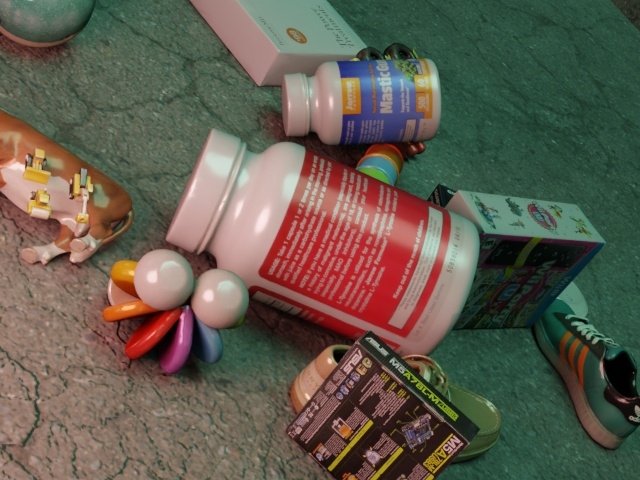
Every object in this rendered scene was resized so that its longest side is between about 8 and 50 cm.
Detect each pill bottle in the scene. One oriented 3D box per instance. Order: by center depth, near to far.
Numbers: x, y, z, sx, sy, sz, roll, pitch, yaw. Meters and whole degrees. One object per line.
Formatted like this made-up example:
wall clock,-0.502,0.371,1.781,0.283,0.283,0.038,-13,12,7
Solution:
pill bottle,0.000,0.000,1.530,0.408,0.229,0.229,23,34,-10
pill bottle,0.070,-0.249,1.934,0.272,0.152,0.152,-3,43,-8

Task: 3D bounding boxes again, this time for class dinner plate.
dinner plate,0.457,0.092,2.050,0.141,0.017,0.141,24,36,-19

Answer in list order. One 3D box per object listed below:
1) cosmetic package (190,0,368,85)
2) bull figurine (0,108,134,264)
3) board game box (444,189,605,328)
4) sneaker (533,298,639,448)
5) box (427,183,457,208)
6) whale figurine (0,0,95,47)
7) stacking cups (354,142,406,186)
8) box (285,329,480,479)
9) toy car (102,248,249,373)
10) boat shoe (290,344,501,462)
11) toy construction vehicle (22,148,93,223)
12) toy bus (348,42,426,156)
cosmetic package,-0.106,-0.466,2.175,0.284,0.097,0.377,-11,54,-46
bull figurine,-0.394,-0.085,1.411,0.310,0.101,0.188,28,37,-8
board game box,0.290,0.039,1.767,0.303,0.224,0.097,2,44,-40
sneaker,0.469,0.198,1.824,0.108,0.121,0.302,12,39,-33
box,0.309,0.001,1.994,0.220,0.051,0.175,23,34,-19
whale figurine,-0.467,-0.442,1.691,0.216,0.141,0.272,-31,90,-27
stacking cups,0.096,-0.100,1.906,0.096,0.096,0.316,35,28,-1
box,0.073,0.237,1.342,0.184,0.190,0.045,40,33,8
toy car,-0.187,0.097,1.350,0.182,0.159,0.136,21,70,-23
boat shoe,0.129,0.223,1.487,0.341,0.110,0.121,14,38,-30
toy construction vehicle,-0.328,-0.069,1.341,0.086,0.035,0.098,16,48,-26
toy bus,0.127,-0.259,2.100,0.220,0.149,0.211,-17,75,-49
